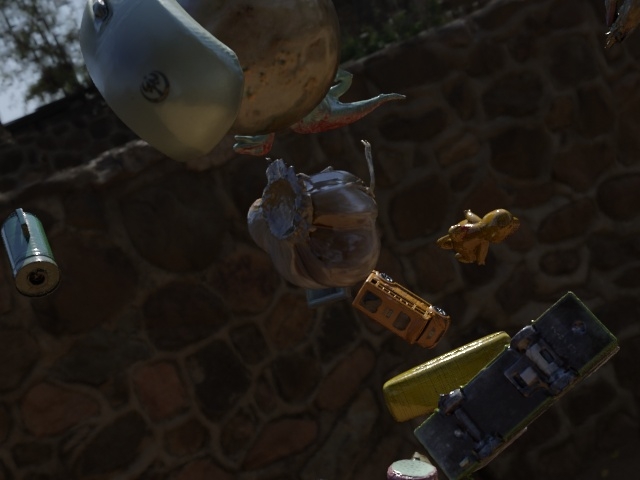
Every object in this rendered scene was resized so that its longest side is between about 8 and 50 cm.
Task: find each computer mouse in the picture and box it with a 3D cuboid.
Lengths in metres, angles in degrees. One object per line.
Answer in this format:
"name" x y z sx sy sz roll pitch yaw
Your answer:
"computer mouse" -0.125 -0.135 0.597 0.089 0.182 0.056 -47 -30 15

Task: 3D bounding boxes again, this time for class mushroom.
"mushroom" -0.097 -0.264 1.133 0.243 0.243 0.243 -23 7 3

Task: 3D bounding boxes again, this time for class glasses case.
"glasses case" 0.214 0.224 1.381 0.234 0.079 0.064 -22 9 -8

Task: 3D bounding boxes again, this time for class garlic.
"garlic" 0.001 -0.064 1.194 0.207 0.207 0.257 -10 56 62

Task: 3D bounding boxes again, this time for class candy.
"candy" 0.185 0.476 1.702 0.103 0.043 0.103 3 7 0

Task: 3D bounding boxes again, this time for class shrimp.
"shrimp" 0.596 -0.465 1.656 0.101 0.190 0.042 23 11 24

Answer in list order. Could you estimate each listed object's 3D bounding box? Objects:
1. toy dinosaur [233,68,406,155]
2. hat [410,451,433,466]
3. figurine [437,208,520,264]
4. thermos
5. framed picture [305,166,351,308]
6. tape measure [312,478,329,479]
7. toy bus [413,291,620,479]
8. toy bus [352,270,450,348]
"toy dinosaur" 0.002 -0.193 1.259 0.242 0.167 0.053 9 0 -12
"hat" 0.279 0.617 2.062 0.173 0.144 0.166 22 19 3
"figurine" 0.313 -0.016 1.715 0.122 0.121 0.176 1 -19 -37
"thermos" -0.487 0.010 1.399 0.073 0.083 0.188 -40 44 1
"framed picture" 0.000 0.000 1.912 0.016 0.289 0.213 -3 -9 -25
"tape measure" 0.009 0.362 1.015 0.081 0.146 0.125 -16 -30 -9
"toy bus" 0.282 0.211 1.203 0.301 0.113 0.139 -45 -24 14
"toy bus" 0.164 0.148 1.729 0.083 0.194 0.088 -61 -7 19
